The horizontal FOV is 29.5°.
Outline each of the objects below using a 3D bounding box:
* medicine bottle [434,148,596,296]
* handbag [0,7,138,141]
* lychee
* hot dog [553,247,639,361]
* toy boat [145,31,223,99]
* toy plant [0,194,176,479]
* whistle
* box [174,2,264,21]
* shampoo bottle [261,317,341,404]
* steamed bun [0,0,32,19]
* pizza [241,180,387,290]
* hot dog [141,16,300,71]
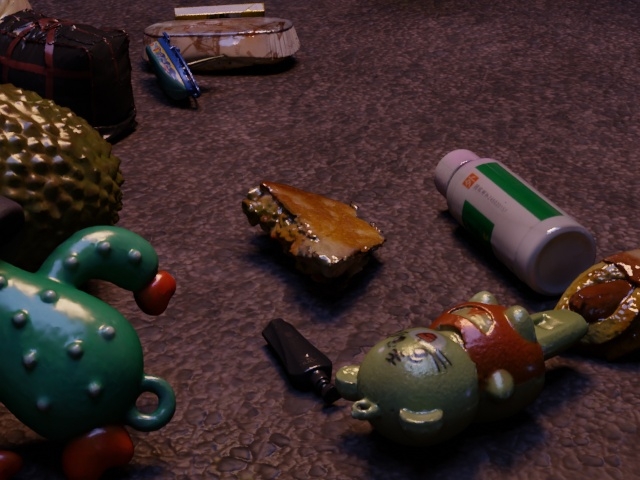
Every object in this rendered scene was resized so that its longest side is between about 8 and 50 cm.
[{"bbox_3d":[0.221,-0.031,1.442,0.095,0.095,0.260,-11,31,-18],"label":"medicine bottle"},{"bbox_3d":[-0.378,-0.240,1.772,0.215,0.169,0.155,15,32,25],"label":"handbag"},{"bbox_3d":[-0.378,-0.053,1.321,0.320,0.270,0.270,-25,34,-12],"label":"lychee"},{"bbox_3d":[0.360,0.051,1.283,0.262,0.093,0.123,-13,30,-22],"label":"hot dog"},{"bbox_3d":[-0.205,-0.275,1.917,0.110,0.091,0.175,-24,37,-8],"label":"toy boat"},{"bbox_3d":[-0.302,0.051,1.101,0.400,0.185,0.279,34,42,5],"label":"toy plant"},{"bbox_3d":[0.143,0.116,1.150,0.288,0.106,0.131,-19,27,-32],"label":"whistle"},{"bbox_3d":[-0.176,-0.376,2.119,0.155,0.087,0.023,-5,59,-7],"label":"box"},{"bbox_3d":[-0.018,0.121,1.229,0.048,0.027,0.137,-15,31,-21],"label":"shampoo bottle"},{"bbox_3d":[-0.598,-0.336,1.926,0.275,0.206,0.320,21,38,31],"label":"steamed bun"},{"bbox_3d":[0.000,0.000,1.426,0.147,0.069,0.226,7,23,-35],"label":"pizza"},{"bbox_3d":[-0.168,-0.331,2.044,0.268,0.075,0.144,-1,23,6],"label":"hot dog"}]
